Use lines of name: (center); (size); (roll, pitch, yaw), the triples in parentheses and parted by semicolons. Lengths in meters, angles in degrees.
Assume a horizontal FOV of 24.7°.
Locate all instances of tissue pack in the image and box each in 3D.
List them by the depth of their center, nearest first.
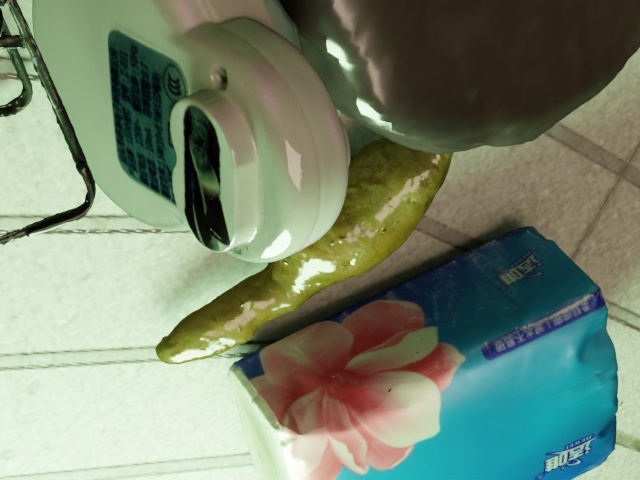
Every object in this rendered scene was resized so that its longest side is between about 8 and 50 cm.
tissue pack: (0.085, 0.135, 1.106); (0.269, 0.137, 0.209); (-23, 134, -16)

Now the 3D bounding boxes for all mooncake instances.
mooncake: (0.082, -0.196, 0.852); (0.283, 0.141, 0.283); (-15, 121, -27)

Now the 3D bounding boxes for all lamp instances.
lamp: (-0.062, -0.085, 0.775); (0.108, 0.246, 0.179); (-25, 134, -26)

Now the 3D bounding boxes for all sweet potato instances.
sweet potato: (-0.001, 0.002, 0.999); (0.269, 0.075, 0.075); (-39, 135, 11)

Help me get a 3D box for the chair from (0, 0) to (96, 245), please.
chair: (-0.217, -0.112, 0.734); (0.145, 0.140, 0.221); (-20, 129, -17)
